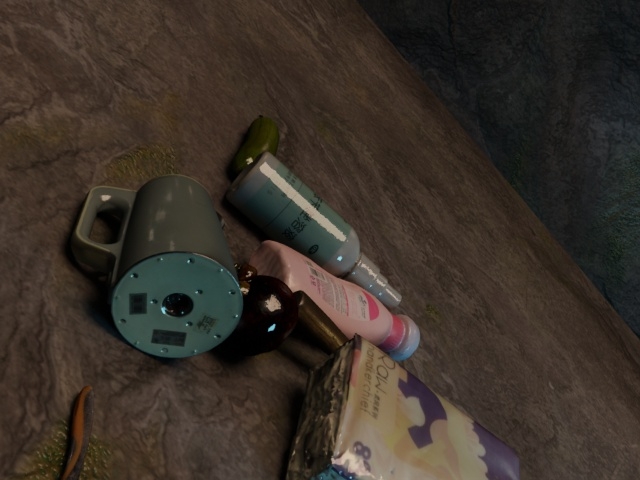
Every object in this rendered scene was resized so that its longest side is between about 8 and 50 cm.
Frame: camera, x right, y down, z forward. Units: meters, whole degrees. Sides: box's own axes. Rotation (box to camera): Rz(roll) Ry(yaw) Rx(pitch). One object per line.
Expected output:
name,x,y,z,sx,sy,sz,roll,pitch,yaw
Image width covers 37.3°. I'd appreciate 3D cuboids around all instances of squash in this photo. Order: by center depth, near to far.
squash,-0.115,-0.172,1.765,0.069,0.069,0.258,42,24,-13

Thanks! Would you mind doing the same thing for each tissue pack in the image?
tissue pack,0.123,0.314,1.304,0.344,0.125,0.242,38,36,-18

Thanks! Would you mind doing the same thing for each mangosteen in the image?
mangosteen,-0.097,0.090,1.304,0.140,0.140,0.140,38,25,-21

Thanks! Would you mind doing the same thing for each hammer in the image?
hammer,0.098,0.229,1.459,0.440,0.044,0.168,46,21,-26

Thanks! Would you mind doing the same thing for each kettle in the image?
kettle,-0.218,0.014,1.237,0.211,0.160,0.243,6,31,-16

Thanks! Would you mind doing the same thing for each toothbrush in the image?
toothbrush,-0.249,0.257,0.918,0.031,0.023,0.321,42,24,-30

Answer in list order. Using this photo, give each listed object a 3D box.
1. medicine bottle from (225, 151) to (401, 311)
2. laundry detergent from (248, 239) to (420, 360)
medicine bottle,0.000,0.000,1.632,0.352,0.110,0.110,42,24,-12
laundry detergent,0.031,0.112,1.547,0.335,0.088,0.159,29,25,-39
